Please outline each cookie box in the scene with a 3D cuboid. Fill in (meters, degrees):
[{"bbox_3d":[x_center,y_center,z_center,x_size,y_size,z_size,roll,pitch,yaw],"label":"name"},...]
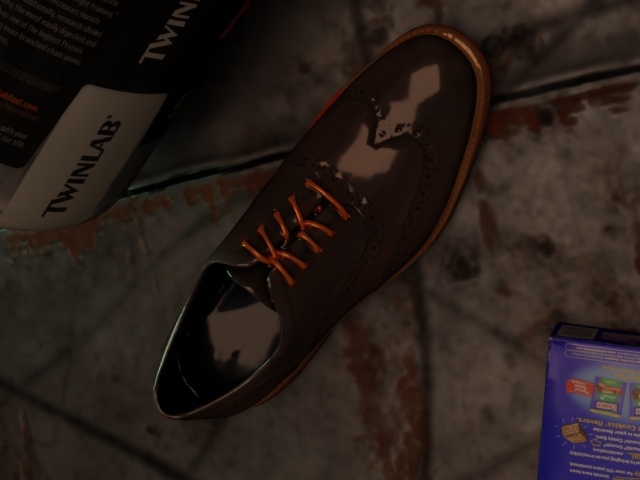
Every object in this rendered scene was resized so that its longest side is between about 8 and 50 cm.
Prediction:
[{"bbox_3d":[0.168,0.106,0.782,0.091,0.040,0.107,7,101,17],"label":"cookie box"}]

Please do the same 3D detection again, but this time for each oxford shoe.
[{"bbox_3d":[0.000,0.000,0.789,0.097,0.098,0.271,37,108,9],"label":"oxford shoe"}]

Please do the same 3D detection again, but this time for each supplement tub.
[{"bbox_3d":[-0.114,-0.187,0.718,0.207,0.207,0.338,42,118,8],"label":"supplement tub"}]
